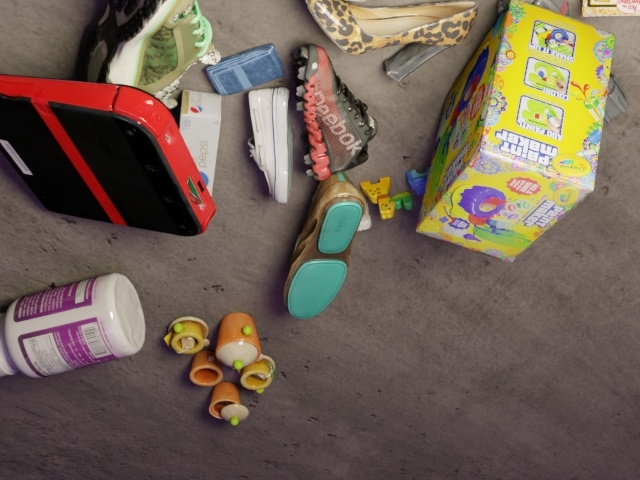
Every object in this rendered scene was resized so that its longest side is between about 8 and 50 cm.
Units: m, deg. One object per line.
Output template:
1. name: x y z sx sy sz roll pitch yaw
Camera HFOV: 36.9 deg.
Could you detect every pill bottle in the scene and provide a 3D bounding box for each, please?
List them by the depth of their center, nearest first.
1. pill bottle: -0.516 0.177 1.898 0.301 0.169 0.169 -14 134 8

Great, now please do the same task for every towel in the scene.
1. towel: -0.123 -0.280 1.585 0.119 0.029 0.067 -17 134 11

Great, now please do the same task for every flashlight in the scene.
1. flashlight: 0.407 -0.306 1.564 0.103 0.103 0.304 -29 129 28

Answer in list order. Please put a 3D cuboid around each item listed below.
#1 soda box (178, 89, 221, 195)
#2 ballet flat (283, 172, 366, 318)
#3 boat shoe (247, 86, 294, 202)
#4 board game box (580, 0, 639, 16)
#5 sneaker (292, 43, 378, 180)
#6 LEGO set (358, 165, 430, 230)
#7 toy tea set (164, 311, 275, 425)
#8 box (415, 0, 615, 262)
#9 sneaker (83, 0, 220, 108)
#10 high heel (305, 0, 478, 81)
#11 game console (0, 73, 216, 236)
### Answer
1. soda box: -0.216 -0.153 1.669 0.069 0.074 0.216 5 134 -10
2. ballet flat: 0.000 0.000 1.806 0.116 0.124 0.342 1 137 -15
3. boat shoe: -0.089 -0.169 1.676 0.075 0.083 0.226 5 123 6
4. board game box: 0.477 -0.428 1.453 0.146 0.045 0.193 2 144 9
5. sneaker: 0.026 -0.220 1.613 0.135 0.098 0.276 -8 137 2
6. LEGO set: 0.144 -0.067 1.778 0.227 0.093 0.087 -13 134 7
7. toy tea set: -0.200 0.294 2.075 0.200 0.124 0.336 -13 134 7
8. box: 0.299 -0.161 1.491 0.177 0.279 0.290 18 154 -6
9. sneaker: -0.226 -0.327 1.456 0.182 0.158 0.410 0 154 -33
10. high heel: 0.114 -0.358 1.482 0.186 0.093 0.261 -34 143 30
11. game console: -0.367 -0.135 1.565 0.342 0.060 0.386 11 153 15
